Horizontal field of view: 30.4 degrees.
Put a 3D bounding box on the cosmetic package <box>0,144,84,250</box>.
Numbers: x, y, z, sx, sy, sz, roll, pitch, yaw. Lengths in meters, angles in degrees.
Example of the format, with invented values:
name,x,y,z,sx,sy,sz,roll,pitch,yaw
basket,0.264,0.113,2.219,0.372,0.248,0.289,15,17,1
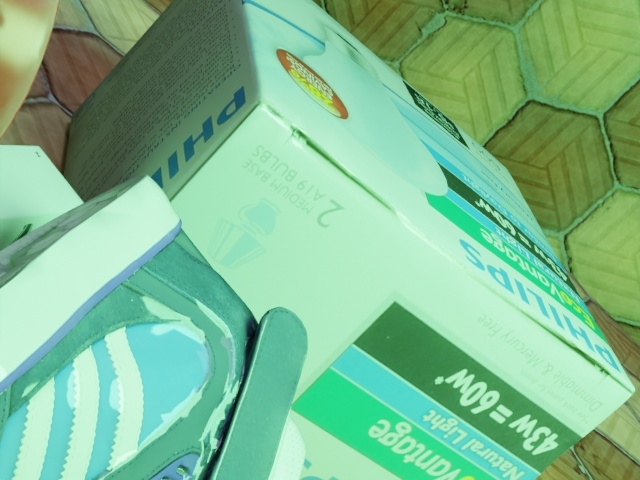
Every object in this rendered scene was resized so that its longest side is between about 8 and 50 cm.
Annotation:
name,x,y,z,sx,sy,sz,roll,pitch,yaw
cosmetic package,-0.232,0.001,0.624,0.060,0.099,0.239,48,19,12

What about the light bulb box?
name,x,y,z,sx,sy,sz,roll,pitch,yaw
light bulb box,0.000,0.000,0.922,0.358,0.225,0.361,36,19,-24

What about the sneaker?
name,x,y,z,sx,sy,sz,roll,pitch,yaw
sneaker,-0.116,0.132,0.542,0.236,0.130,0.323,62,37,-14

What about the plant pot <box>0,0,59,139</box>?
name,x,y,z,sx,sy,sz,roll,pitch,yaw
plant pot,-0.276,-0.146,0.715,0.174,0.191,0.191,24,26,-34
